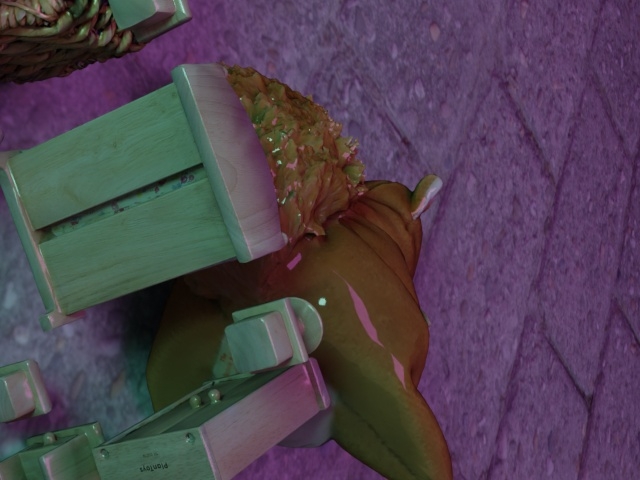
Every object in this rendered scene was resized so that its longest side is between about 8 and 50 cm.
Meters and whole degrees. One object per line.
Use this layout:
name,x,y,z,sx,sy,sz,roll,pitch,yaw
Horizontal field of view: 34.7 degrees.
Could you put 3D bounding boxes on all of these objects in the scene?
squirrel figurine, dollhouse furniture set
squirrel figurine,0.000,0.000,1.024,0.370,0.281,0.396,-54,130,-54
dollhouse furniture set,-0.145,0.006,0.808,0.174,0.303,0.355,-22,94,-62

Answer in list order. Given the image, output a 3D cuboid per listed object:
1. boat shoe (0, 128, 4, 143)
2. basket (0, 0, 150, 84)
boat shoe,-0.335,-0.074,0.647,0.340,0.127,0.113,31,73,-73
basket,-0.247,-0.282,0.745,0.223,0.214,0.299,3,81,-57
